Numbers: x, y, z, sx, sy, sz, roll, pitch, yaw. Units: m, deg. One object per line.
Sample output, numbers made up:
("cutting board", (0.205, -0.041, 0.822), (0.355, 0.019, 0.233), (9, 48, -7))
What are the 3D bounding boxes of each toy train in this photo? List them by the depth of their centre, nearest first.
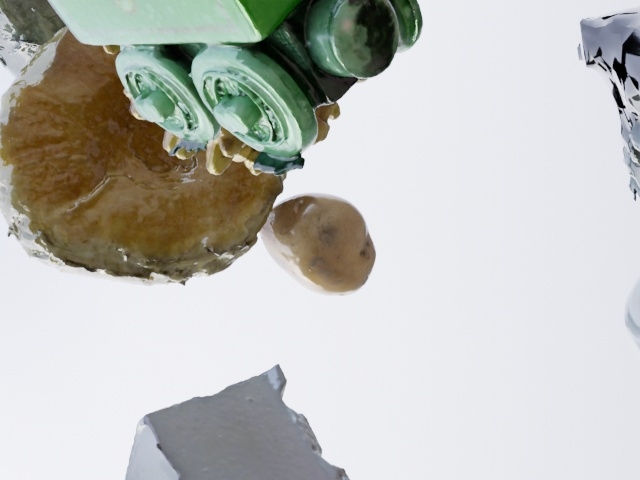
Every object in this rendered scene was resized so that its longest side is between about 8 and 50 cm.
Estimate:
("toy train", (-0.063, -0.150, 0.720), (0.132, 0.243, 0.188), (-48, -57, -22))

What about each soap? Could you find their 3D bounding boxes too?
("soap", (-0.079, 0.312, 1.175), (0.159, 0.258, 0.302), (-14, -46, -34))

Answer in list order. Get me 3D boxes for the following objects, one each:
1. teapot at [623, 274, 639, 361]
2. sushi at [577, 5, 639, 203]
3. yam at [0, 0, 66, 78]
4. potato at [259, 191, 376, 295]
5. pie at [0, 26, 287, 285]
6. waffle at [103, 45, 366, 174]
("teapot", (0.375, -0.030, 0.840), (0.424, 0.280, 0.252), (-32, -72, -22))
("sushi", (0.215, -0.009, 0.344), (0.225, 0.219, 0.238), (61, -169, -6))
("yam", (-0.387, -0.366, 1.621), (0.348, 0.241, 0.241), (50, -126, -15))
("potato", (0.001, 0.001, 1.415), (0.147, 0.112, 0.112), (34, -115, -30))
("pie", (-0.191, -0.107, 1.344), (0.339, 0.083, 0.339), (2, -104, -10))
("waffle", (-0.063, -0.189, 1.065), (0.293, 0.069, 0.259), (-24, -77, -43))
